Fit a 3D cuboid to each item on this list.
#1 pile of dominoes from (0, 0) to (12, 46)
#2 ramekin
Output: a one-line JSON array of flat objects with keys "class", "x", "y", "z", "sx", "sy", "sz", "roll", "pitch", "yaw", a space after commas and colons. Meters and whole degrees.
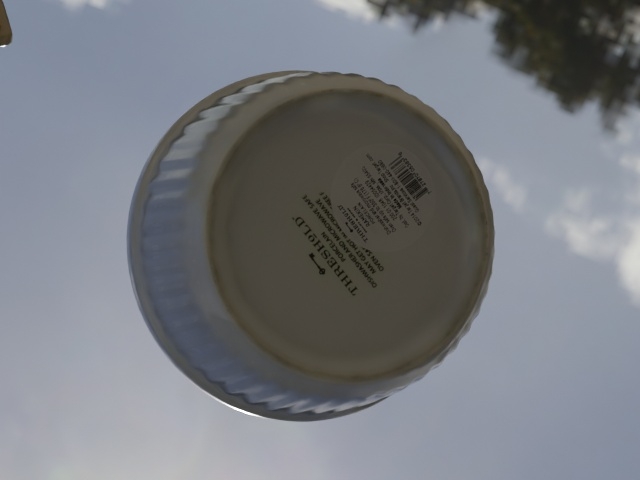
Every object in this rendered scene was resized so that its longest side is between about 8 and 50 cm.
[{"class": "pile of dominoes", "x": -0.316, "y": -0.146, "z": 1.188, "sx": 0.251, "sy": 0.040, "sz": 0.196, "roll": -22, "pitch": -141, "yaw": -36}, {"class": "ramekin", "x": 0.000, "y": 0.000, "z": 1.127, "sx": 0.207, "sy": 0.207, "sz": 0.109, "roll": 18, "pitch": 171, "yaw": -14}]
